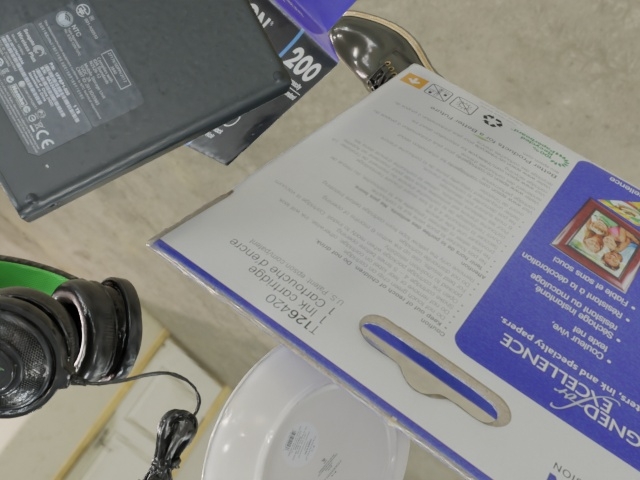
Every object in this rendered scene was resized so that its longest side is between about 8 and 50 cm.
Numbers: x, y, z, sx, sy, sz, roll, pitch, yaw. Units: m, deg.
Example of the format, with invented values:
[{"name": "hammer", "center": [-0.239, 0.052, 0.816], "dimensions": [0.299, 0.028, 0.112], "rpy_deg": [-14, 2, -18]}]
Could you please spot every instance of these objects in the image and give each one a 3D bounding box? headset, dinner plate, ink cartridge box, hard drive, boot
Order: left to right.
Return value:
[{"name": "headset", "center": [-0.303, 0.138, 0.822], "dimensions": [0.394, 0.185, 0.243], "rpy_deg": [24, -166, 22]}, {"name": "hard drive", "center": [-0.093, -0.081, 0.329], "dimensions": [0.094, 0.135, 0.022], "rpy_deg": [61, 168, -2]}, {"name": "ink cartridge box", "center": [-0.070, -0.169, 0.614], "dimensions": [0.045, 0.208, 0.206], "rpy_deg": [53, -166, 25]}, {"name": "dinner plate", "center": [0.002, 0.116, 0.381], "dimensions": [0.017, 0.141, 0.141], "rpy_deg": [5, 141, 51]}, {"name": "boot", "center": [0.068, -0.166, 0.771], "dimensions": [0.198, 0.137, 0.077], "rpy_deg": [39, 124, 9]}, {"name": "ink cartridge box", "center": [0.106, 0.028, 0.453], "dimensions": [0.304, 0.307, 0.072], "rpy_deg": [34, 136, 14]}]
